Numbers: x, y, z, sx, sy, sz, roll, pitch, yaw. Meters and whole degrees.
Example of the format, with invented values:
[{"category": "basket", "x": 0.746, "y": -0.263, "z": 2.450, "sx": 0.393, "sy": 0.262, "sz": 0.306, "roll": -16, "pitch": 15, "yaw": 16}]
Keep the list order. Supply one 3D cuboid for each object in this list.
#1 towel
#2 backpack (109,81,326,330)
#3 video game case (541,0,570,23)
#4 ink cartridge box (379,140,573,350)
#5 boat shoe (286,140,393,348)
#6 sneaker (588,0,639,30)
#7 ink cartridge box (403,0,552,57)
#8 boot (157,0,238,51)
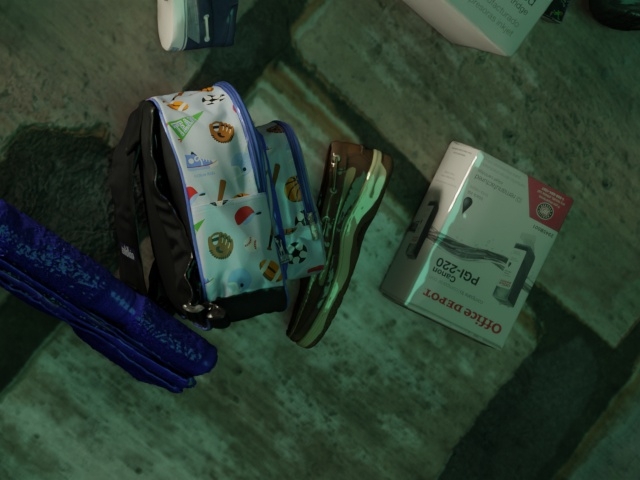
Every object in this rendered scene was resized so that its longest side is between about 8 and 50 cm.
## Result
[{"category": "towel", "x": -0.280, "y": 0.066, "z": 1.714, "sx": 0.308, "sy": 0.227, "sz": 0.076, "roll": 37, "pitch": 74, "yaw": -21}, {"category": "backpack", "x": -0.118, "y": -0.046, "z": 1.746, "sx": 0.213, "sy": 0.276, "sz": 0.263, "roll": -20, "pitch": 99, "yaw": -20}, {"category": "video game case", "x": 0.251, "y": -0.416, "z": 1.918, "sx": 0.210, "sy": 0.042, "sz": 0.232, "roll": 20, "pitch": 92, "yaw": -21}, {"category": "ink cartridge box", "x": 0.196, "y": 0.008, "z": 1.947, "sx": 0.158, "sy": 0.092, "sz": 0.218, "roll": 26, "pitch": 92, "yaw": -21}, {"category": "boat shoe", "x": -0.001, "y": 0.000, "z": 1.885, "sx": 0.095, "sy": 0.095, "sz": 0.257, "roll": 22, "pitch": 85, "yaw": -9}, {"category": "sneaker", "x": 0.463, "y": -0.337, "z": 1.985, "sx": 0.286, "sy": 0.109, "sz": 0.130, "roll": -9, "pitch": 96, "yaw": -27}, {"category": "ink cartridge box", "x": 0.203, "y": -0.456, "z": 1.774, "sx": 0.285, "sy": 0.166, "sz": 0.395, "roll": 36, "pitch": 89, "yaw": -24}, {"category": "boot", "x": -0.142, "y": -0.316, "z": 1.790, "sx": 0.086, "sy": 0.069, "sz": 0.190, "roll": -7, "pitch": 110, "yaw": -25}]
